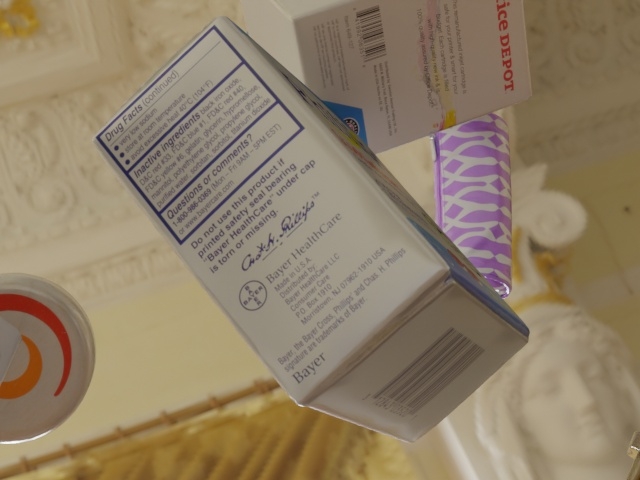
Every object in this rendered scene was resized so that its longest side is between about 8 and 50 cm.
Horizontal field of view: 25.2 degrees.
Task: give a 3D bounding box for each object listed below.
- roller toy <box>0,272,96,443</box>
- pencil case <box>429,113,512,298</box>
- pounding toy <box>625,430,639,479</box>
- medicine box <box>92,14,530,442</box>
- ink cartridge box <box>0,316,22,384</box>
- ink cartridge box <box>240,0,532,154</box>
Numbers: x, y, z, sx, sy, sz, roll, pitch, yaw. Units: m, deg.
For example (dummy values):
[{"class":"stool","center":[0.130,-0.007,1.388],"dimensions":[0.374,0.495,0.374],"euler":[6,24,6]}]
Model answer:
[{"class":"roller toy","center":[-0.356,0.135,1.656],"dimensions":[0.191,0.209,0.146],"euler":[-9,1,-9]},{"class":"pencil case","center":[0.149,-0.036,1.441],"dimensions":[0.088,0.206,0.086],"euler":[12,-30,-22]},{"class":"pounding toy","center":[0.334,0.271,1.119],"dimensions":[0.269,0.154,0.155],"euler":[26,-97,-4]},{"class":"medicine box","center":[0.000,0.000,1.153],"dimensions":[0.149,0.289,0.263],"euler":[-42,-24,7]},{"class":"ink cartridge box","center":[-0.377,0.142,0.855],"dimensions":[0.151,0.395,0.270],"euler":[-30,-60,31]},{"class":"ink cartridge box","center":[0.062,-0.206,1.393],"dimensions":[0.233,0.168,0.171],"euler":[-20,-55,-14]}]
